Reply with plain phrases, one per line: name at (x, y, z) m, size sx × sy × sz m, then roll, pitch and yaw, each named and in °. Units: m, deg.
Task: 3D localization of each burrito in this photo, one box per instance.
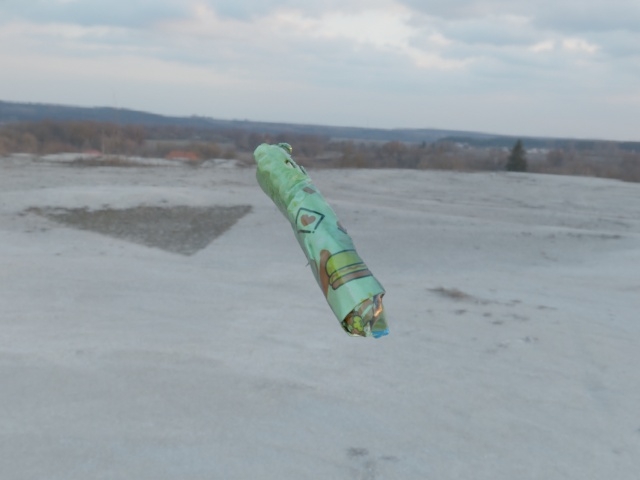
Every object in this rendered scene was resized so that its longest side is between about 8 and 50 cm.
burrito at (0.000, 0.000, 0.646) m, size 0.054 × 0.104 × 0.288 m, roll -29°, pitch 51°, yaw -4°
